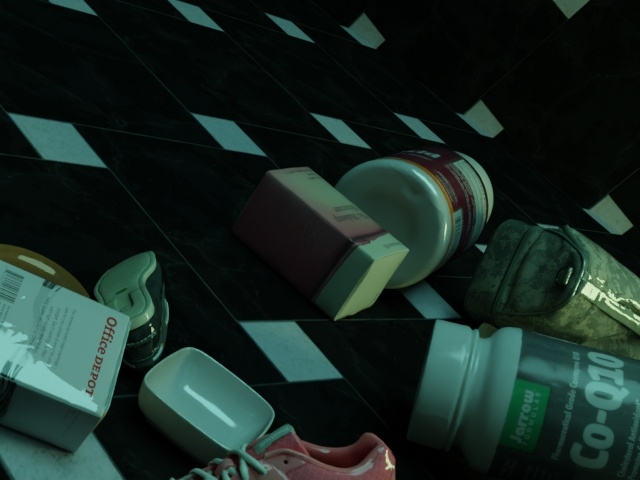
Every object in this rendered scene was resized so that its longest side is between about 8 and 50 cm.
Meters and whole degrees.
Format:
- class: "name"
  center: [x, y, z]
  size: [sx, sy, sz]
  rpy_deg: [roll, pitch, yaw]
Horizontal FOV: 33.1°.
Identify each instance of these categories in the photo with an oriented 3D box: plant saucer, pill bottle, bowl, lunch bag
- class: "plant saucer"
  center: [-0.337, 0.066, 1.224]
  size: [0.199, 0.037, 0.200]
  rpy_deg: [28, 21, -12]
- class: "pill bottle"
  center: [0.309, 0.233, 1.451]
  size: [0.360, 0.204, 0.204]
  rpy_deg: [14, 20, 6]
- class: "bowl"
  center: [-0.132, 0.194, 1.215]
  size: [0.142, 0.053, 0.142]
  rpy_deg: [36, 21, 8]
- class: "pill bottle"
  center: [0.180, -0.056, 1.976]
  size: [0.224, 0.224, 0.392]
  rpy_deg: [38, 21, 13]
- class: "lunch bag"
  center: [0.451, 0.112, 1.884]
  size: [0.305, 0.213, 0.256]
  rpy_deg: [32, -7, -30]

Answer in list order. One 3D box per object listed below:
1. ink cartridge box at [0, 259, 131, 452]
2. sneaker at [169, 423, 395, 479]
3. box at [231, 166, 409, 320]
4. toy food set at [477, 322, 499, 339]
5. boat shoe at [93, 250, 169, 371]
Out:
- class: "ink cartridge box"
  center: [-0.302, 0.108, 1.078]
  size: [0.190, 0.082, 0.140]
  rpy_deg: [28, 38, -18]
- class: "sneaker"
  center: [-0.070, 0.234, 1.015]
  size: [0.313, 0.136, 0.116]
  rpy_deg: [2, 15, -22]
- class: "box"
  center: [0.000, 0.000, 1.729]
  size: [0.232, 0.127, 0.148]
  rpy_deg: [40, 21, 17]
- class: "toy food set"
  center: [0.311, 0.239, 1.699]
  size: [0.219, 0.092, 0.306]
  rpy_deg: [37, 21, 10]
- class: "boat shoe"
  center: [-0.227, 0.081, 1.326]
  size: [0.233, 0.084, 0.079]
  rpy_deg: [-113, 179, -66]
